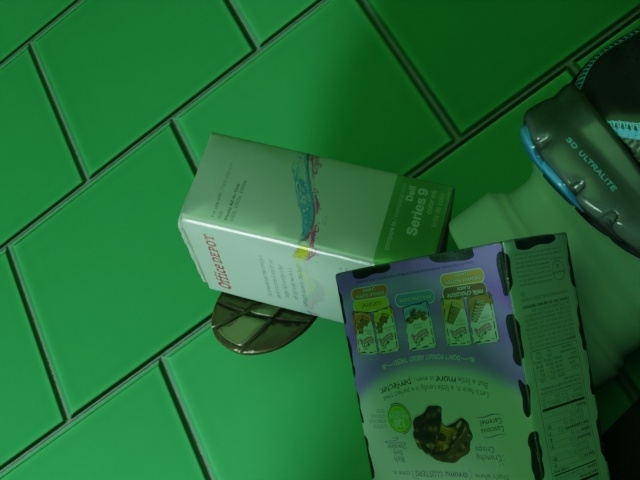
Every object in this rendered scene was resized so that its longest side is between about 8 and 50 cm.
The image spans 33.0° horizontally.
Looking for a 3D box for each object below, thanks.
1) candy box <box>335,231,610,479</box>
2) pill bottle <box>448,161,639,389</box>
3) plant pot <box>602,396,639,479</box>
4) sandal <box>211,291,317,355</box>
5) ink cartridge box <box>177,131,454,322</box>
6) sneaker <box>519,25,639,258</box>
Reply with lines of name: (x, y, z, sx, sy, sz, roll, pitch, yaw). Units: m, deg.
candy box: (0.102, 0.104, 0.744, 0.164, 0.070, 0.196, -12, 87, 50)
pill bottle: (0.292, -0.047, 0.809, 0.363, 0.210, 0.210, -35, 58, 11)
plant pot: (0.266, 0.214, 0.746, 0.187, 0.188, 0.167, -47, 43, 4)
sandal: (-0.015, 0.025, 1.037, 0.090, 0.060, 0.219, 29, 70, 18)
ink cartridge box: (0.000, 0.000, 0.927, 0.212, 0.154, 0.093, 12, 67, 9)
sneaker: (0.278, 0.012, 0.645, 0.139, 0.125, 0.341, -43, 85, 9)
